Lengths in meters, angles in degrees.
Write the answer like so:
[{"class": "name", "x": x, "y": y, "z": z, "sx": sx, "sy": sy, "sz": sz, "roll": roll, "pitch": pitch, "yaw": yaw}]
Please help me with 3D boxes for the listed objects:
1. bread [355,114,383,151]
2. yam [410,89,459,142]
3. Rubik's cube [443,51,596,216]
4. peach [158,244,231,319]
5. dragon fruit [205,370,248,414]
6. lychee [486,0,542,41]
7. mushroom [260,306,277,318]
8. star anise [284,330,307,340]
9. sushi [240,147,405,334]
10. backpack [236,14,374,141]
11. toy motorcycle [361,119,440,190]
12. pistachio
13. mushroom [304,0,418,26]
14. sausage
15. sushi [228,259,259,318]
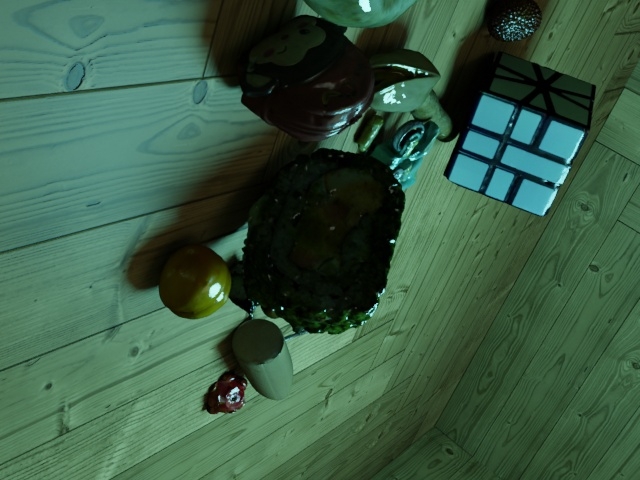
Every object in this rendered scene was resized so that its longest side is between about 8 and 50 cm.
[{"class": "bread", "x": 0.108, "y": -0.238, "z": 1.791, "sx": 0.088, "sy": 0.034, "sz": 0.049, "roll": -58, "pitch": 170, "yaw": 21}, {"class": "yam", "x": 0.262, "y": -0.306, "z": 1.927, "sx": 0.081, "sy": 0.081, "sz": 0.357, "roll": -57, "pitch": 156, "yaw": 7}, {"class": "Rubik's cube", "x": 0.506, "y": -0.274, "z": 2.062, "sx": 0.288, "sy": 0.294, "sz": 0.283, "roll": -57, "pitch": 164, "yaw": -50}, {"class": "peach", "x": -0.234, "y": 0.080, "z": 1.496, "sx": 0.138, "sy": 0.138, "sz": 0.138, "roll": -40, "pitch": 152, "yaw": -26}, {"class": "dragon fruit", "x": -0.223, "y": 0.385, "z": 1.986, "sx": 0.112, "sy": 0.068, "sz": 0.126, "roll": 0, "pitch": 122, "yaw": -58}, {"class": "lychee", "x": 0.460, "y": -0.531, "z": 1.925, "sx": 0.123, "sy": 0.129, "sz": 0.123, "roll": -2, "pitch": 90, "yaw": -76}, {"class": "mushroom", "x": -0.028, "y": 0.124, "z": 1.798, "sx": 0.148, "sy": 0.218, "sz": 0.227, "roll": -47, "pitch": 156, "yaw": -30}, {"class": "star anise", "x": -0.002, "y": 0.212, "z": 2.072, "sx": 0.219, "sy": 0.148, "sz": 0.227, "roll": 26, "pitch": 89, "yaw": -23}, {"class": "sushi", "x": 0.000, "y": 0.000, "z": 1.587, "sx": 0.178, "sy": 0.294, "sz": 0.351, "roll": 112, "pitch": -4, "yaw": -68}, {"class": "backpack", "x": -0.017, "y": -0.258, "z": 1.327, "sx": 0.229, "sy": 0.229, "sz": 0.139, "roll": -43, "pitch": 157, "yaw": -22}, {"class": "toy motorcycle", "x": 0.169, "y": -0.159, "z": 1.901, "sx": 0.198, "sy": 0.109, "sz": 0.296, "roll": -6, "pitch": 140, "yaw": -50}, {"class": "pistachio", "x": 0.161, "y": -0.327, "z": 1.657, "sx": 0.206, "sy": 0.131, "sz": 0.129, "roll": -17, "pitch": 95, "yaw": -52}, {"class": "mushroom", "x": 0.092, "y": -0.475, "z": 1.186, "sx": 0.352, "sy": 0.260, "sz": 0.352, "roll": -39, "pitch": 146, "yaw": -32}, {"class": "sausage", "x": -0.132, "y": 0.293, "z": 1.958, "sx": 0.123, "sy": 0.123, "sz": 0.252, "roll": -44, "pitch": 154, "yaw": -20}, {"class": "sushi", "x": -0.152, "y": 0.100, "z": 1.700, "sx": 0.094, "sy": 0.098, "sz": 0.084, "roll": -53, "pitch": 158, "yaw": -13}]
